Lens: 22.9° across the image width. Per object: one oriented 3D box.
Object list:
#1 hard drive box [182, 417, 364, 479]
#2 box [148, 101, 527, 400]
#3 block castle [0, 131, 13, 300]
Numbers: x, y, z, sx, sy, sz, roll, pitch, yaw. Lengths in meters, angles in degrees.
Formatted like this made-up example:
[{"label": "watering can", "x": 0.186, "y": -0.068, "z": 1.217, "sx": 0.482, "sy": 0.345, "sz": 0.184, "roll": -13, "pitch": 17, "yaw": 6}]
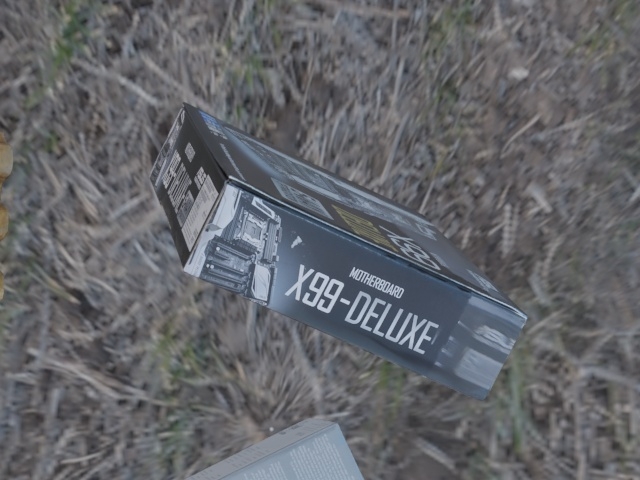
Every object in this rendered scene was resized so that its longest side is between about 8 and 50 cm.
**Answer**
[{"label": "hard drive box", "x": -0.082, "y": 0.273, "z": 1.628, "sx": 0.232, "sy": 0.181, "sz": 0.089, "roll": -25, "pitch": 89, "yaw": -10}, {"label": "box", "x": 0.000, "y": 0.000, "z": 1.225, "sx": 0.242, "sy": 0.307, "sz": 0.077, "roll": 24, "pitch": 99, "yaw": -15}, {"label": "block castle", "x": -0.288, "y": -0.002, "z": 0.638, "sx": 0.212, "sy": 0.303, "sz": 0.453, "roll": -2, "pitch": 84, "yaw": 42}]
